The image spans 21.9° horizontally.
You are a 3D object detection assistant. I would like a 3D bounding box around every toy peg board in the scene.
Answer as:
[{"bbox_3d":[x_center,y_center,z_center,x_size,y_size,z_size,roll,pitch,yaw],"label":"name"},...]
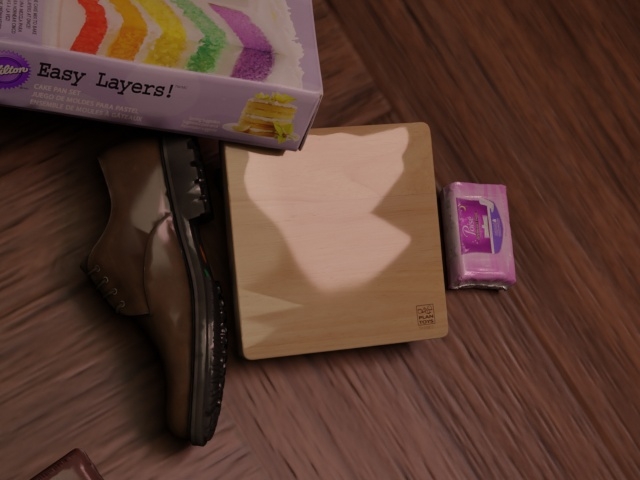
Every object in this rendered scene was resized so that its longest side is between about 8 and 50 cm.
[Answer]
[{"bbox_3d":[0.000,0.000,1.226,0.161,0.079,0.160,-5,89,-21],"label":"toy peg board"}]

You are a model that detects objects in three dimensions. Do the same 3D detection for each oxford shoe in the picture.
[{"bbox_3d":[-0.117,0.037,1.170,0.096,0.083,0.227,-10,76,1],"label":"oxford shoe"}]

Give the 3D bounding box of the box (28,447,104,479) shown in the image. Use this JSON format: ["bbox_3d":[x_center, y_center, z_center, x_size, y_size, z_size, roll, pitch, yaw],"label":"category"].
[{"bbox_3d":[-0.169,0.268,1.009,0.168,0.167,0.203,-34,85,-26],"label":"box"}]

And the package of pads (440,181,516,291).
[{"bbox_3d":[0.121,-0.002,1.283,0.050,0.032,0.083,3,71,-20],"label":"package of pads"}]

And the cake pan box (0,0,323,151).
[{"bbox_3d":[-0.130,-0.191,1.196,0.246,0.070,0.266,11,46,-16],"label":"cake pan box"}]
